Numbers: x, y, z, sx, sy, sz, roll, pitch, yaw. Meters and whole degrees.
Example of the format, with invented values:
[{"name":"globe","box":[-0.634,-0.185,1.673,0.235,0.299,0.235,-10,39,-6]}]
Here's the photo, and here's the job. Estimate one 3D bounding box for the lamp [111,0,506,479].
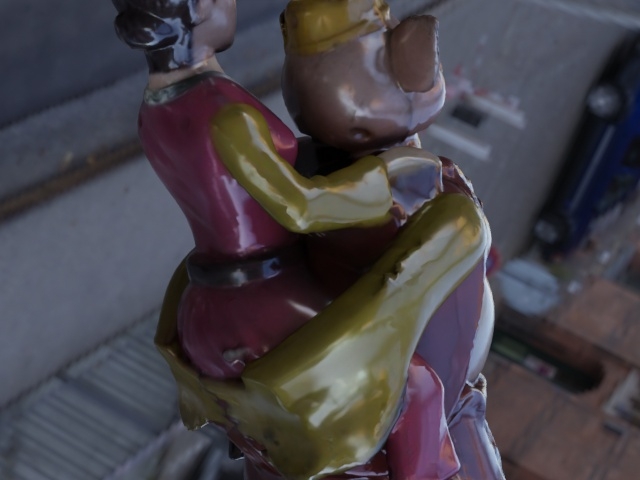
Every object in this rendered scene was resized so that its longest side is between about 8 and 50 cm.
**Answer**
[{"name":"lamp","box":[0.000,0.000,0.515,0.118,0.118,0.253,-30,111,-60]}]
